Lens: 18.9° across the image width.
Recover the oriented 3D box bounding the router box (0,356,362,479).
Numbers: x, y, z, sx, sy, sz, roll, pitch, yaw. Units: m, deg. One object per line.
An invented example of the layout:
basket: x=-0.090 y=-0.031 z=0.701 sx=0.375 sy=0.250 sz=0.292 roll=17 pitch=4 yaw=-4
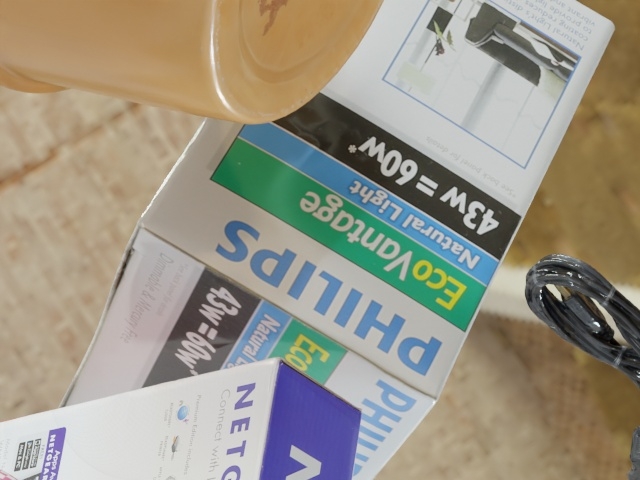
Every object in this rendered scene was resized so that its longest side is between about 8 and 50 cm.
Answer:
router box: x=-0.134 y=0.257 z=1.155 sx=0.301 sy=0.335 sz=0.082 roll=-17 pitch=-38 yaw=38

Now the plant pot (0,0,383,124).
plant pot: x=-0.080 y=-0.194 z=1.073 sx=0.203 sy=0.291 sz=0.291 roll=27 pitch=-28 yaw=23

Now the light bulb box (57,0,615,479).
light bulb box: x=0.000 y=0.000 z=1.424 sx=0.225 sy=0.361 sz=0.358 roll=30 pitch=-35 yaw=-1

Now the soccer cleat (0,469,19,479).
soccer cleat: x=-0.184 y=0.160 z=0.926 sx=0.143 sy=0.116 sz=0.331 roll=59 pitch=-8 yaw=-27

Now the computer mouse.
computer mouse: x=0.170 y=0.081 z=0.946 sx=0.071 sy=0.041 sz=0.242 roll=2 pitch=-38 yaw=40
